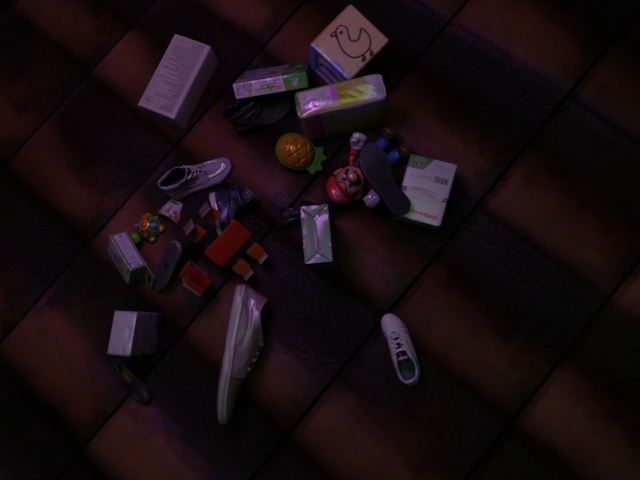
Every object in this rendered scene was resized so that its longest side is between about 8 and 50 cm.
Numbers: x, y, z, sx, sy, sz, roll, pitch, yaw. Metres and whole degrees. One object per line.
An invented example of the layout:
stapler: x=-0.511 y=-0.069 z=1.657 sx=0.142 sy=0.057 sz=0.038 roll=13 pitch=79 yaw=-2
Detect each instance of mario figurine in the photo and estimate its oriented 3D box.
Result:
mario figurine: x=0.155 y=-0.242 z=1.549 sx=0.320 sy=0.170 sz=0.198 roll=-42 pitch=48 yaw=-9

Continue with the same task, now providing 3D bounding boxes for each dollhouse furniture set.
dollhouse furniture set: x=-0.337 y=0.049 z=1.510 sx=0.262 sy=0.135 sz=0.259 roll=42 pitch=89 yaw=-24

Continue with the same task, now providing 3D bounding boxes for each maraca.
maraca: x=-0.069 y=-0.306 z=1.632 sx=0.186 sy=0.099 sz=0.127 roll=21 pitch=91 yaw=-15

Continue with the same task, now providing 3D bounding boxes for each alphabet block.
alphabet block: x=0.094 y=-0.648 z=1.610 sx=0.192 sy=0.193 sz=0.197 roll=43 pitch=87 yaw=-1

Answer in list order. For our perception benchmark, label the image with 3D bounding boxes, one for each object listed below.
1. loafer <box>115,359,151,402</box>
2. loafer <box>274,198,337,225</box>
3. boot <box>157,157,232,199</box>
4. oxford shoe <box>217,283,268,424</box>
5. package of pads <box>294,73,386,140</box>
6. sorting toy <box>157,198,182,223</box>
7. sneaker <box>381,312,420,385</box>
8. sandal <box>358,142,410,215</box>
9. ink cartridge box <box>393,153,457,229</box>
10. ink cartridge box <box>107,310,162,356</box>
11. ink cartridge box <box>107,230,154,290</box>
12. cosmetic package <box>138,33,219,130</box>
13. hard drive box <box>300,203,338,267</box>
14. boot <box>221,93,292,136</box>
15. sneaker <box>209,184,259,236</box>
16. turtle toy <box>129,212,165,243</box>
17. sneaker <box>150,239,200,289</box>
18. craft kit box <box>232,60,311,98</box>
loafer: x=-0.640 y=0.482 z=1.569 sx=0.062 sy=0.061 sz=0.170 roll=-43 pitch=78 yaw=-3
loafer: x=-0.054 y=-0.108 z=1.600 sx=0.223 sy=0.076 sz=0.078 roll=-14 pitch=86 yaw=8
boot: x=-0.445 y=-0.231 z=1.645 sx=0.258 sy=0.123 sz=0.095 roll=-29 pitch=78 yaw=1
oxford shoe: x=-0.256 y=0.369 z=1.504 sx=0.130 sy=0.169 sz=0.448 roll=12 pitch=80 yaw=-13
package of pads: x=0.072 y=-0.446 z=1.571 sx=0.297 sy=0.229 sz=0.101 roll=-12 pitch=79 yaw=4
sorting toy: x=-0.544 y=-0.115 z=1.684 sx=0.083 sy=0.045 sz=0.075 roll=23 pitch=64 yaw=10
sneaker: x=0.258 y=0.344 z=1.476 sx=0.085 sy=0.086 sz=0.237 roll=-20 pitch=77 yaw=4
sandal: x=0.196 y=-0.190 z=1.490 sx=0.097 sy=0.054 sz=0.254 roll=-29 pitch=96 yaw=-7
ink cartridge box: x=0.349 y=-0.160 z=1.553 sx=0.160 sy=0.092 sz=0.219 roll=17 pitch=83 yaw=10
ink cartridge box: x=-0.609 y=0.305 z=1.532 sx=0.082 sy=0.190 sz=0.139 roll=5 pitch=80 yaw=8
ink cartridge box: x=-0.665 y=0.081 z=1.616 sx=0.062 sy=0.109 sz=0.209 roll=-26 pitch=75 yaw=-39
cosmetic package: x=-0.525 y=-0.590 z=1.728 sx=0.160 sy=0.113 sz=0.309 roll=24 pitch=84 yaw=11
hard drive box: x=0.000 y=0.000 z=1.495 sx=0.089 sy=0.232 sz=0.181 roll=-5 pitch=80 yaw=5
boot: x=-0.218 y=-0.466 z=1.643 sx=0.247 sy=0.161 sz=0.083 roll=-30 pitch=78 yaw=1
sneaker: x=-0.289 y=-0.086 z=1.620 sx=0.164 sy=0.086 sz=0.226 roll=-17 pitch=78 yaw=5
turtle toy: x=-0.632 y=-0.039 z=1.662 sx=0.095 sy=0.066 sz=0.130 roll=39 pitch=86 yaw=12
sneaker: x=-0.504 y=0.086 z=1.623 sx=0.083 sy=0.118 sz=0.222 roll=47 pitch=117 yaw=17
craft kit box: x=-0.163 y=-0.568 z=1.627 sx=0.250 sy=0.246 sz=0.060 roll=-8 pitch=122 yaw=5
